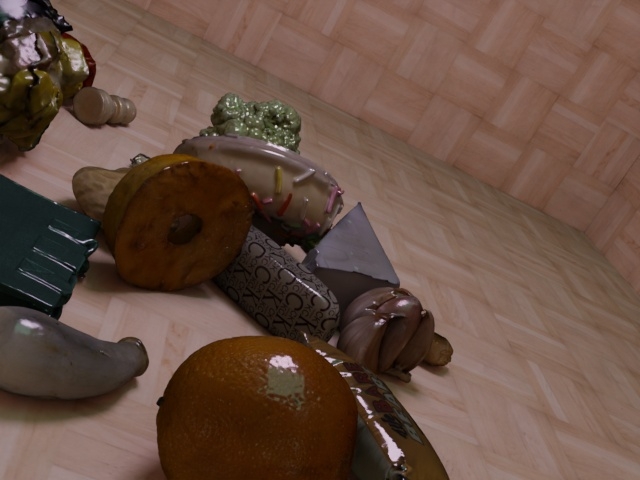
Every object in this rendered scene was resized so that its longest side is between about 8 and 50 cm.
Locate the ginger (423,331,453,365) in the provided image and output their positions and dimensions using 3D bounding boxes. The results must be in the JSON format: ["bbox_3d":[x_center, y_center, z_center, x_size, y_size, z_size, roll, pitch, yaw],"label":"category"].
[{"bbox_3d":[0.207,0.215,1.766,0.190,0.068,0.095,28,-2,-4],"label":"ginger"}]

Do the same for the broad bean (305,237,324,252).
[{"bbox_3d":[-0.009,-0.003,2.006,0.098,0.056,0.318,15,23,-35],"label":"broad bean"}]

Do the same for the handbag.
[{"bbox_3d":[-0.485,0.013,1.273,0.239,0.089,0.326,26,19,-11],"label":"handbag"}]

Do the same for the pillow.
[{"bbox_3d":[0.095,0.308,1.223,0.310,0.119,0.312,55,-1,44],"label":"pillow"}]

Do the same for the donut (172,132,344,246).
[{"bbox_3d":[-0.140,-0.094,1.721,0.383,0.142,0.382,14,-14,4],"label":"donut"}]

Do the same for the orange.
[{"bbox_3d":[-0.083,0.243,1.043,0.264,0.264,0.264,26,20,-11],"label":"orange"}]

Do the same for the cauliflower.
[{"bbox_3d":[-0.203,-0.230,2.002,0.327,0.260,0.281,-36,40,-29],"label":"cauliflower"}]

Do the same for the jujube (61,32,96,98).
[{"bbox_3d":[-0.674,-0.438,1.974,0.251,0.174,0.174,22,21,-35],"label":"jujube"}]

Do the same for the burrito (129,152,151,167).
[{"bbox_3d":[-0.357,-0.143,1.889,0.186,0.041,0.045,33,62,7],"label":"burrito"}]

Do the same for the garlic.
[{"bbox_3d":[0.110,0.175,1.588,0.214,0.191,0.160,4,21,-38],"label":"garlic"}]

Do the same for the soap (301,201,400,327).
[{"bbox_3d":[0.005,0.036,1.738,0.258,0.159,0.302,13,34,-33],"label":"soap"}]

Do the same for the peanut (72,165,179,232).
[{"bbox_3d":[-0.372,-0.072,1.595,0.197,0.110,0.233,39,24,22],"label":"peanut"}]

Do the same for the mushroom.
[{"bbox_3d":[-0.341,0.165,1.109,0.270,0.103,0.118,24,24,-45],"label":"mushroom"}]

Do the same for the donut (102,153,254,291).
[{"bbox_3d":[-0.261,-0.037,1.455,0.278,0.277,0.108,9,20,-45],"label":"donut"}]

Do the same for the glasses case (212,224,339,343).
[{"bbox_3d":[-0.110,0.075,1.563,0.355,0.137,0.085,38,28,25],"label":"glasses case"}]

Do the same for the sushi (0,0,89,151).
[{"bbox_3d":[-0.614,-0.319,1.595,0.285,0.328,0.329,47,8,5],"label":"sushi"}]

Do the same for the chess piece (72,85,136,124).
[{"bbox_3d":[-0.528,-0.333,2.037,0.094,0.094,0.170,36,17,16],"label":"chess piece"}]
